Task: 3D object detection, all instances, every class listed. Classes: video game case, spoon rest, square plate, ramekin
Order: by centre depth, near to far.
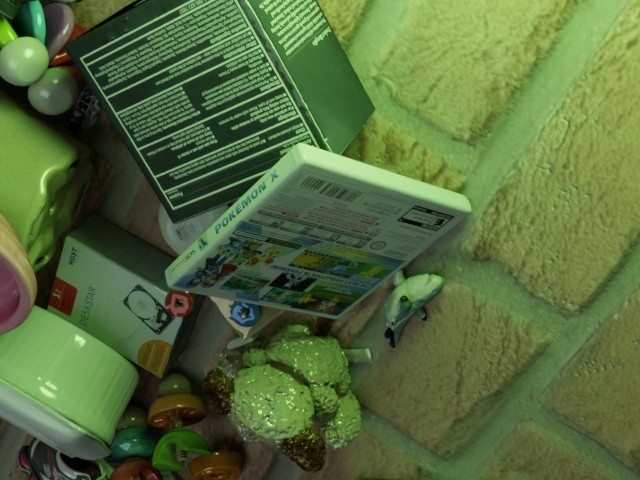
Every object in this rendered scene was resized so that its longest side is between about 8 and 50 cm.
[{"bbox_3d":[0.000,0.000,1.607,0.300,0.329,0.036,-41,53,32],"label":"video game case"},{"bbox_3d":[-0.168,0.032,1.842,0.137,0.084,0.276,-22,95,32],"label":"spoon rest"},{"bbox_3d":[-0.509,0.258,1.863,0.344,0.049,0.347,28,164,4],"label":"square plate"},{"bbox_3d":[-0.442,0.222,1.972,0.277,0.135,0.277,28,165,8],"label":"ramekin"}]

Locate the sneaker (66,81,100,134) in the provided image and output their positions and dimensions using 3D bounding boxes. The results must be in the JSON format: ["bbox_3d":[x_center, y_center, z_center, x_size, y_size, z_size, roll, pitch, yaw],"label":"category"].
[{"bbox_3d":[-0.365,-0.204,1.783,0.038,0.069,0.098,25,127,9],"label":"sneaker"}]

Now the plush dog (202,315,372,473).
[{"bbox_3d":[-0.054,0.234,1.805,0.262,0.225,0.211,30,128,6],"label":"plush dog"}]

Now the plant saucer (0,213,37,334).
[{"bbox_3d":[-0.555,0.013,1.639,0.332,0.084,0.332,10,142,7],"label":"plant saucer"}]

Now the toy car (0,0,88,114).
[{"bbox_3d":[-0.411,-0.288,1.710,0.136,0.159,0.182,-39,142,1],"label":"toy car"}]

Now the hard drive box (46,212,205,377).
[{"bbox_3d":[-0.322,0.092,1.933,0.232,0.089,0.181,28,127,8],"label":"hard drive box"}]

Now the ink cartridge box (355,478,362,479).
[{"bbox_3d":[0.208,0.550,1.936,0.309,0.130,0.272,-3,119,27],"label":"ink cartridge box"}]

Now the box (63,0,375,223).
[{"bbox_3d":[-0.133,-0.220,1.591,0.296,0.183,0.294,-19,109,32],"label":"box"}]

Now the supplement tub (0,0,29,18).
[{"bbox_3d":[-0.401,-0.406,1.600,0.106,0.106,0.198,35,92,2],"label":"supplement tub"}]

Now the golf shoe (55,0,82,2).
[{"bbox_3d":[-0.438,-0.392,1.690,0.198,0.094,0.077,26,126,7],"label":"golf shoe"}]

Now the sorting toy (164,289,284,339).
[{"bbox_3d":[-0.100,0.061,1.765,0.274,0.046,0.132,-37,95,9],"label":"sorting toy"}]

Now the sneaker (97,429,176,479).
[{"bbox_3d":[-0.387,0.436,2.155,0.321,0.126,0.127,45,125,4],"label":"sneaker"}]

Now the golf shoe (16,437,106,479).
[{"bbox_3d":[-0.424,0.458,2.049,0.120,0.105,0.273,-34,92,26],"label":"golf shoe"}]

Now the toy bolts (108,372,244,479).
[{"bbox_3d":[-0.266,0.350,2.069,0.228,0.159,0.218,-26,146,25],"label":"toy bolts"}]

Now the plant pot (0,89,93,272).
[{"bbox_3d":[-0.530,-0.109,1.772,0.305,0.334,0.334,25,127,3],"label":"plant pot"}]

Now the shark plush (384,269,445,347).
[{"bbox_3d":[0.134,0.113,1.754,0.067,0.073,0.161,6,122,-14],"label":"shark plush"}]
